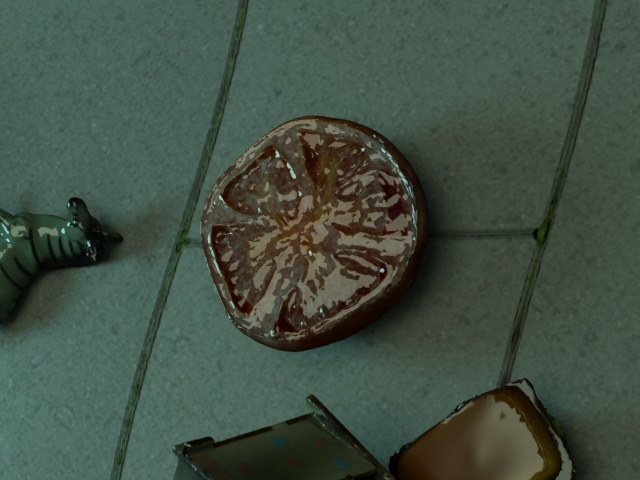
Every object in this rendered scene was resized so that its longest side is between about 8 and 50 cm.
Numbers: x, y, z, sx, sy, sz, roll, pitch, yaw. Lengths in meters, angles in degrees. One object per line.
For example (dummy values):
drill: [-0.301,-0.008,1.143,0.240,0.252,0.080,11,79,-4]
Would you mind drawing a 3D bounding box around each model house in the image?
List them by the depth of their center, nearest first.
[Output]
model house: [-0.032,0.303,1.647,0.169,0.244,0.326,41,128,29]

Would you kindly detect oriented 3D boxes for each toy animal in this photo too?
toy animal: [-0.335,0.025,1.932,0.176,0.073,0.217,36,97,13]

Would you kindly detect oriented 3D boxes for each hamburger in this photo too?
hamburger: [0.153,0.216,1.644,0.166,0.087,0.137,-32,66,15]

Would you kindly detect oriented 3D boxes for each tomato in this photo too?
tomato: [0.000,0.000,1.770,0.236,0.095,0.237,-6,73,19]
